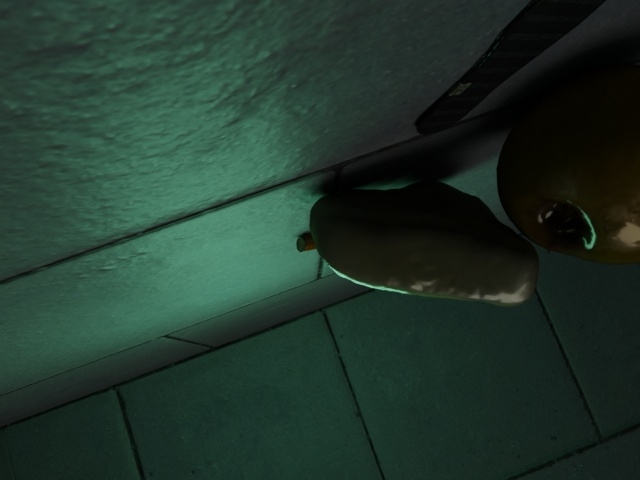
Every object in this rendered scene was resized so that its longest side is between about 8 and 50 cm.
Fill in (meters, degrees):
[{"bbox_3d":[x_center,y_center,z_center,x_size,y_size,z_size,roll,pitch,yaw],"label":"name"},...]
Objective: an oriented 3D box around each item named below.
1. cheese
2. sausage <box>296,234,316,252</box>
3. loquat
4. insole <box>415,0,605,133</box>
[{"bbox_3d":[0.138,-0.021,0.917,0.328,0.130,0.351,9,-160,-8],"label":"cheese"},{"bbox_3d":[0.000,0.000,1.101,0.107,0.031,0.031,-12,166,-43],"label":"sausage"},{"bbox_3d":[0.389,-0.108,0.767,0.274,0.275,0.275,-20,169,-4],"label":"loquat"},{"bbox_3d":[0.202,-0.195,0.600,0.110,0.012,0.309,-15,167,-32],"label":"insole"}]
